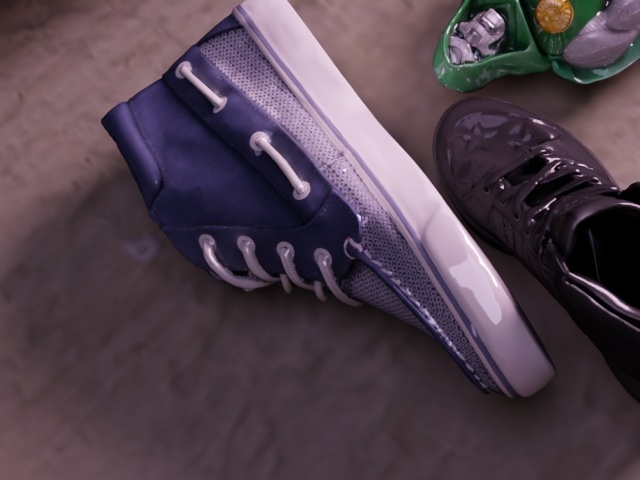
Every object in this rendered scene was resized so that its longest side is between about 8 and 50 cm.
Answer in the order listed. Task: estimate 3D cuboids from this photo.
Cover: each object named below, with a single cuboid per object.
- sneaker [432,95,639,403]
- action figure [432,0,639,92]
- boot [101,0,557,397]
[{"bbox_3d":[0.094,0.000,0.655,0.051,0.089,0.170,-37,67,-5],"label":"sneaker"},{"bbox_3d":[0.128,-0.137,0.717,0.232,0.063,0.137,-45,67,1],"label":"action figure"},{"bbox_3d":[0.000,0.000,0.693,0.086,0.069,0.190,-38,58,3],"label":"boot"}]
